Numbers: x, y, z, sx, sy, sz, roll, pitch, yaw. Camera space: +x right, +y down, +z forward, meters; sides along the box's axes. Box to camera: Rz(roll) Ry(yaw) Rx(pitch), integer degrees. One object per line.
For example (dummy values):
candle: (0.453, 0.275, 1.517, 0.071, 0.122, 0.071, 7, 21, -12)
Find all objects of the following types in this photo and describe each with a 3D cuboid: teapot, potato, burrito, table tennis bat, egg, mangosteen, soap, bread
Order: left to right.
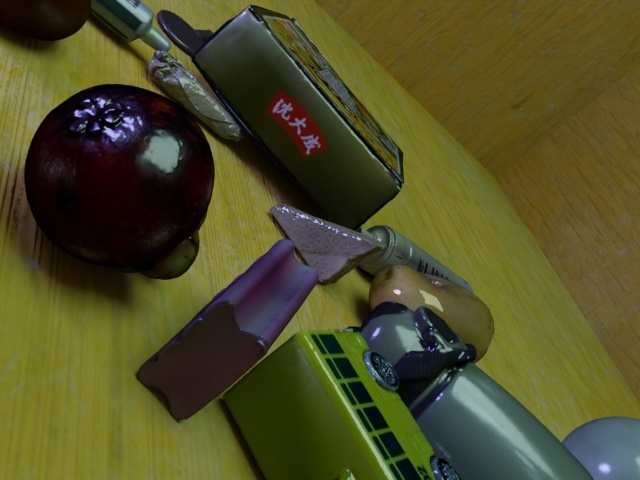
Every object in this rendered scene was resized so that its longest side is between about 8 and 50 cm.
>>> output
teapot: (-0.345, -0.341, 0.893, 0.178, 0.135, 0.252, 39, 23, -38)
mangosteen: (-0.177, -0.045, 0.695, 0.200, 0.200, 0.200, 42, 21, -20)
burrito: (-0.185, -0.213, 1.135, 0.188, 0.045, 0.058, 42, 36, -29)
table tennis bat: (-0.202, -0.405, 1.339, 0.107, 0.119, 0.170, 50, 21, 0)
soap: (-0.079, 0.077, 0.721, 0.065, 0.122, 0.203, 49, 21, -2)
bread: (0.011, -0.018, 1.116, 0.152, 0.105, 0.077, 54, 13, 10)
potato: (0.173, 0.123, 1.162, 0.234, 0.146, 0.150, 21, -12, -32)
egg: (0.498, 0.405, 1.211, 0.371, 0.230, 0.230, 28, 29, -54)

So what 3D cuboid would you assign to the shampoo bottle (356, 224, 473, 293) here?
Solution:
shampoo bottle: (0.155, 0.053, 1.320, 0.303, 0.092, 0.092, 33, 26, -38)

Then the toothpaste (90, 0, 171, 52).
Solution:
toothpaste: (-0.370, -0.396, 1.044, 0.392, 0.061, 0.098, 38, 26, -25)

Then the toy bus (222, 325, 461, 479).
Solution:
toy bus: (0.033, 0.219, 0.699, 0.150, 0.128, 0.262, 13, 40, -59)

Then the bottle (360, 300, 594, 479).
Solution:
bottle: (0.164, 0.228, 0.910, 0.347, 0.168, 0.168, 47, 19, 0)

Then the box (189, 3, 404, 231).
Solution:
box: (-0.015, -0.225, 1.331, 0.373, 0.138, 0.420, 50, 13, -7)
